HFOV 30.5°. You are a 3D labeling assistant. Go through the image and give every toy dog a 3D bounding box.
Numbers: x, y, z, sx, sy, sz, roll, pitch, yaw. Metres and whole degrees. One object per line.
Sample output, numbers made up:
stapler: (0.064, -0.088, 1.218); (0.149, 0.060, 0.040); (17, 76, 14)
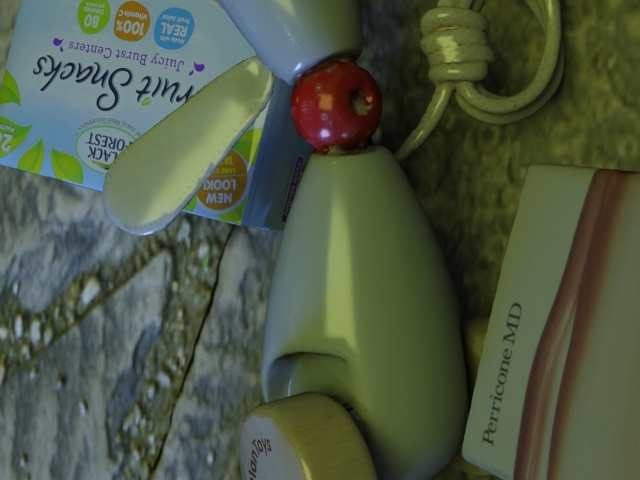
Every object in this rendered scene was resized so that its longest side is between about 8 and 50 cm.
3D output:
toy dog: (0.000, 0.000, 0.618); (0.161, 0.220, 0.333); (-16, 67, 58)

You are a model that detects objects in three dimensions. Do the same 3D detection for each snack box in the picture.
snack box: (-0.096, -0.109, 0.729); (0.207, 0.070, 0.174); (15, 92, 30)

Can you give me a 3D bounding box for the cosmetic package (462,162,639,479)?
cosmetic package: (0.200, 0.060, 0.439); (0.296, 0.129, 0.153); (12, 90, 61)
